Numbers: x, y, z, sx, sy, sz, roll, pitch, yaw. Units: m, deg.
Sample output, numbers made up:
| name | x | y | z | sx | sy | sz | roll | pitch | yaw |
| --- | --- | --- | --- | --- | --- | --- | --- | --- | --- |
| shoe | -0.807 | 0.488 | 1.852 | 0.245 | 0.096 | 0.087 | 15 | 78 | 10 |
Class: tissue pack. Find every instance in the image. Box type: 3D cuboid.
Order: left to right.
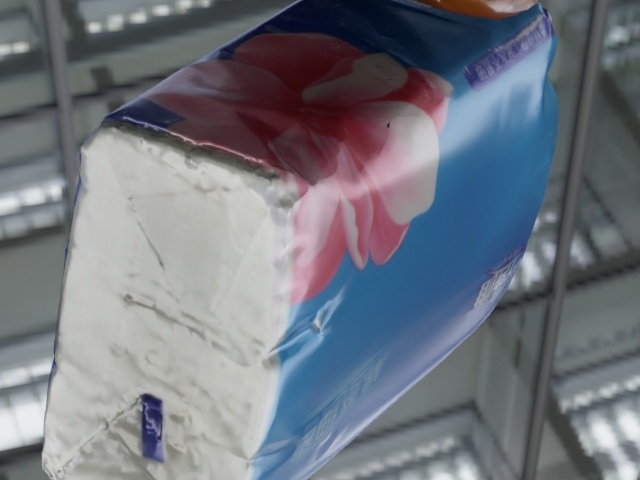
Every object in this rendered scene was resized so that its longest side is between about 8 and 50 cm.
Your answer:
| name | x | y | z | sx | sy | sz | roll | pitch | yaw |
| --- | --- | --- | --- | --- | --- | --- | --- | --- | --- |
| tissue pack | 0.000 | 0.000 | 0.927 | 0.137 | 0.209 | 0.270 | 26 | -148 | 19 |

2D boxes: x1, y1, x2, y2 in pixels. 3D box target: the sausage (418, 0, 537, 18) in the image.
| name | x | y | z | sx | sy | sz | roll | pitch | yaw |
| --- | --- | --- | --- | --- | --- | --- | --- | --- | --- |
| sausage | 0.022 | -0.176 | 0.929 | 0.102 | 0.102 | 0.330 | -19 | -154 | -17 |
